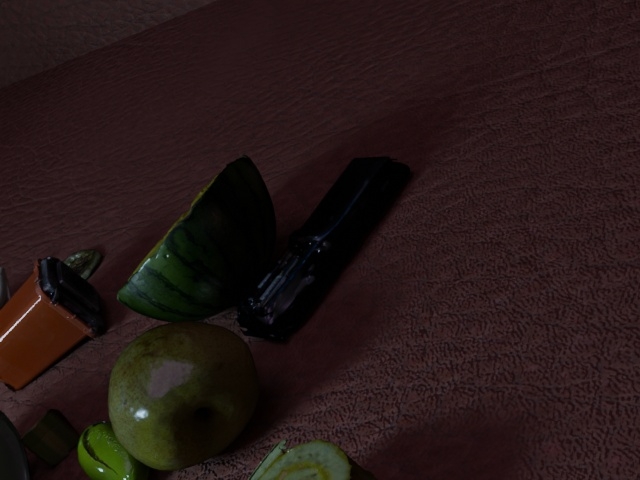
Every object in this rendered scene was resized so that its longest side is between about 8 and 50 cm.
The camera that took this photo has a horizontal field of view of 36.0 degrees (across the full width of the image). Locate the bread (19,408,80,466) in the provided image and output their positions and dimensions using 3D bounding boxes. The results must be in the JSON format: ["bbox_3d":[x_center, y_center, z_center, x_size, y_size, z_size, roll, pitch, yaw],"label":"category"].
[{"bbox_3d":[-0.482,0.318,1.701,0.074,0.084,0.139,-45,30,-12],"label":"bread"}]

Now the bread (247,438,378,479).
[{"bbox_3d":[-0.040,0.353,1.143,0.257,0.124,0.186,-44,23,-11],"label":"bread"}]

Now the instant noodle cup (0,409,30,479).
[{"bbox_3d":[-0.605,0.383,1.601,0.190,0.251,0.251,-22,32,9],"label":"instant noodle cup"}]

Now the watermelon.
[{"bbox_3d":[-0.177,0.018,1.678,0.331,0.189,0.331,-47,12,13],"label":"watermelon"}]

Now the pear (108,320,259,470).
[{"bbox_3d":[-0.204,0.216,1.438,0.228,0.188,0.211,-41,37,-8],"label":"pear"}]

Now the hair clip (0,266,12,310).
[{"bbox_3d":[-0.758,0.200,2.159,0.172,0.113,0.282,-30,25,11],"label":"hair clip"}]

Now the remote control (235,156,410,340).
[{"bbox_3d":[0.000,0.000,1.658,0.144,0.062,0.399,1,47,49],"label":"remote control"}]

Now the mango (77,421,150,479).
[{"bbox_3d":[-0.312,0.338,1.505,0.091,0.074,0.165,-39,41,-15],"label":"mango"}]

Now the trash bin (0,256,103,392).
[{"bbox_3d":[-0.553,0.173,1.927,0.238,0.161,0.184,-44,29,3],"label":"trash bin"}]

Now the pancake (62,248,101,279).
[{"bbox_3d":[-0.539,0.060,2.197,0.129,0.022,0.116,5,50,44],"label":"pancake"}]
